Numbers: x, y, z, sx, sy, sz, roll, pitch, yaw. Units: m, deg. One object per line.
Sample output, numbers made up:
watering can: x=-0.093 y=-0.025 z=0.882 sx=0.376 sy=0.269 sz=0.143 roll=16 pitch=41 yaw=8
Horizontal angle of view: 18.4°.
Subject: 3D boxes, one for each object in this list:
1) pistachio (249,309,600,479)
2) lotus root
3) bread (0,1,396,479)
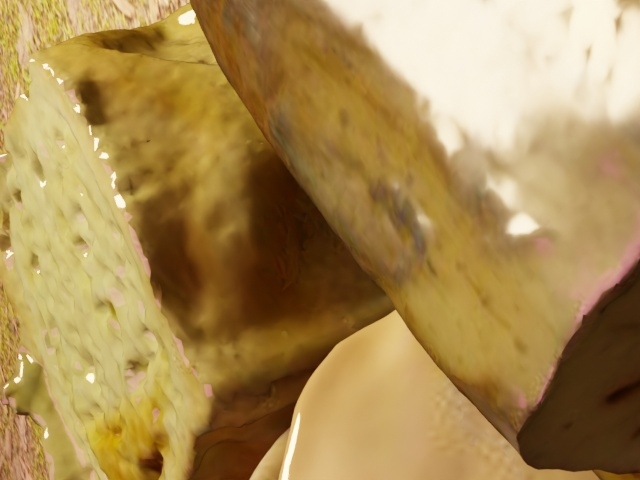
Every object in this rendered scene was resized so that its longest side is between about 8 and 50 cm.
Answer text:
pistachio: x=0.122 y=0.149 z=0.686 sx=0.321 sy=0.238 sz=0.229 roll=36 pitch=145 yaw=3
lotus root: x=0.086 y=-0.095 z=0.598 sx=0.346 sy=0.250 sz=0.250 roll=54 pitch=151 yaw=38
bread: x=-0.002 y=-0.006 z=0.841 sx=0.196 sy=0.252 sz=0.239 roll=57 pitch=150 yaw=32
